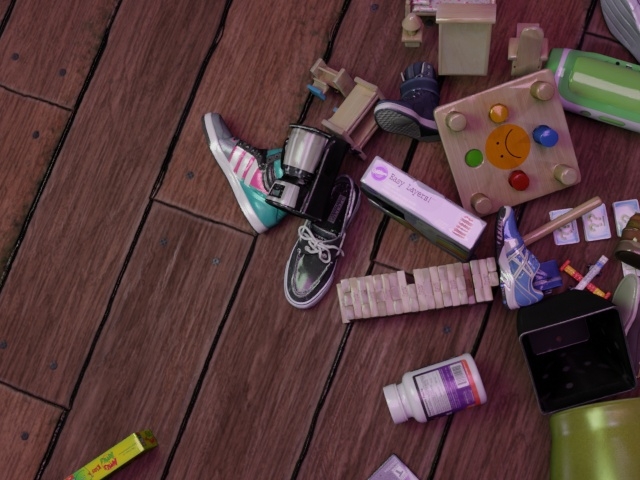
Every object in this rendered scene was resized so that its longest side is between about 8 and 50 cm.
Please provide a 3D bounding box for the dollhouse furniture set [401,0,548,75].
[{"bbox_3d":[0.331,-0.544,1.577,0.304,0.173,0.355,4,66,10],"label":"dollhouse furniture set"}]

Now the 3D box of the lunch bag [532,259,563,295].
[{"bbox_3d":[0.458,0.081,1.545,0.067,0.098,0.065,-14,82,-6],"label":"lunch bag"}]

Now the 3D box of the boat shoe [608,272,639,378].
[{"bbox_3d":[0.625,0.175,1.498,0.069,0.081,0.227,5,106,-7],"label":"boat shoe"}]

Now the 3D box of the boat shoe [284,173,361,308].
[{"bbox_3d":[0.004,0.001,1.611,0.113,0.105,0.306,28,85,11],"label":"boat shoe"}]

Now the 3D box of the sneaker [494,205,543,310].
[{"bbox_3d":[0.393,0.032,1.492,0.081,0.080,0.211,-8,98,14],"label":"sneaker"}]

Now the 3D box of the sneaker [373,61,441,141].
[{"bbox_3d":[0.184,-0.312,1.597,0.086,0.226,0.163,-12,77,37],"label":"sneaker"}]

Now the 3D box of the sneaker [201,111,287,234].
[{"bbox_3d":[-0.130,-0.182,1.647,0.179,0.124,0.295,-28,86,7],"label":"sneaker"}]

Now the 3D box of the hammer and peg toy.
[{"bbox_3d":[0.412,-0.151,1.562,0.266,0.127,0.361,-20,105,5],"label":"hammer and peg toy"}]

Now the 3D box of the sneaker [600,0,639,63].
[{"bbox_3d":[0.707,-0.460,1.619,0.091,0.094,0.258,-27,82,-16],"label":"sneaker"}]

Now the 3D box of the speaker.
[{"bbox_3d":[0.615,-0.313,1.578,0.297,0.131,0.131,20,84,10],"label":"speaker"}]

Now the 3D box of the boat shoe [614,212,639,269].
[{"bbox_3d":[0.755,0.043,1.501,0.307,0.110,0.104,27,77,-1],"label":"boat shoe"}]

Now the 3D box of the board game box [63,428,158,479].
[{"bbox_3d":[-0.446,0.475,1.596,0.181,0.092,0.043,-34,78,1],"label":"board game box"}]

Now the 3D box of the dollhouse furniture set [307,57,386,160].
[{"bbox_3d":[0.049,-0.291,1.662,0.184,0.129,0.129,35,87,35],"label":"dollhouse furniture set"}]

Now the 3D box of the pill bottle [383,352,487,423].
[{"bbox_3d":[0.232,0.310,1.531,0.194,0.108,0.108,-19,79,4],"label":"pill bottle"}]

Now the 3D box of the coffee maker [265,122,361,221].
[{"bbox_3d":[-0.011,-0.131,1.533,0.171,0.120,0.178,19,91,-18],"label":"coffee maker"}]

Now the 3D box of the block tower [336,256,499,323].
[{"bbox_3d":[0.203,0.108,1.576,0.336,0.097,0.090,-9,79,7],"label":"block tower"}]

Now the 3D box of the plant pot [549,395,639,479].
[{"bbox_3d":[0.573,0.478,1.361,0.367,0.366,0.352,-9,69,6],"label":"plant pot"}]

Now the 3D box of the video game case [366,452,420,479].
[{"bbox_3d":[0.179,0.608,1.531,0.196,0.026,0.274,-45,78,-1],"label":"video game case"}]

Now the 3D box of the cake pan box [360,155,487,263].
[{"bbox_3d":[0.207,-0.060,1.526,0.267,0.246,0.070,33,86,10],"label":"cake pan box"}]

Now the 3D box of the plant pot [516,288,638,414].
[{"bbox_3d":[0.485,0.197,1.465,0.188,0.167,0.187,-18,110,9],"label":"plant pot"}]

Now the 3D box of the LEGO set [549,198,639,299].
[{"bbox_3d":[0.591,0.041,1.558,0.183,0.060,0.244,-7,80,10],"label":"LEGO set"}]
